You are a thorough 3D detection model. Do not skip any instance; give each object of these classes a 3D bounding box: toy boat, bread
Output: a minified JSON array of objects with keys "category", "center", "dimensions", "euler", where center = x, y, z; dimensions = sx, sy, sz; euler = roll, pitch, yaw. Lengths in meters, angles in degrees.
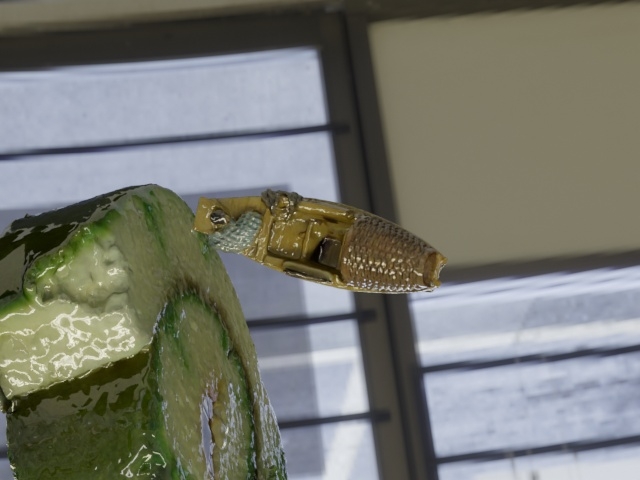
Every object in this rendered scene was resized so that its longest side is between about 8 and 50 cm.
[{"category":"toy boat","center":[0.000,0.000,0.820],"dimensions":[0.149,0.047,0.049],"euler":[14,177,19]},{"category":"bread","center":[-0.136,0.136,1.173],"dimensions":[0.129,0.366,0.382],"euler":[-16,136,14]}]
